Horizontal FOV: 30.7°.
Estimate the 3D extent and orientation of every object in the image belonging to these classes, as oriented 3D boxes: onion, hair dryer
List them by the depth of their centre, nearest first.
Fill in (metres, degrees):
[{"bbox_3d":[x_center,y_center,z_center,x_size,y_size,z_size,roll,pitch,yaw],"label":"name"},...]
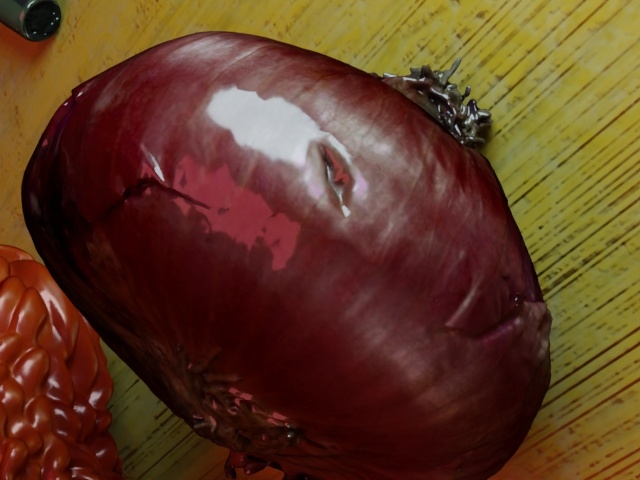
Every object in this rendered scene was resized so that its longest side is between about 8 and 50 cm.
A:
[{"bbox_3d":[0.000,0.000,0.719,0.347,0.285,0.347,33,156,16],"label":"onion"},{"bbox_3d":[-0.276,-0.245,1.008,0.071,0.047,0.150,35,153,31],"label":"hair dryer"}]

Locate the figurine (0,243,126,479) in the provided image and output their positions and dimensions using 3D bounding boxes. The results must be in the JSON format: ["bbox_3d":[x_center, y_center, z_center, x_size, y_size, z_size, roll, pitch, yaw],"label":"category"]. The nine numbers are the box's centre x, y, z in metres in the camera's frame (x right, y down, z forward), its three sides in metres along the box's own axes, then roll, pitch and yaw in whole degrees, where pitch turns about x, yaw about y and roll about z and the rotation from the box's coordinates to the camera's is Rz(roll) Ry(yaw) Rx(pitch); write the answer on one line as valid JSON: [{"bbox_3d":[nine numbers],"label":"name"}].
[{"bbox_3d":[-0.329,0.197,0.934,0.306,0.412,0.241,27,154,43],"label":"figurine"}]
